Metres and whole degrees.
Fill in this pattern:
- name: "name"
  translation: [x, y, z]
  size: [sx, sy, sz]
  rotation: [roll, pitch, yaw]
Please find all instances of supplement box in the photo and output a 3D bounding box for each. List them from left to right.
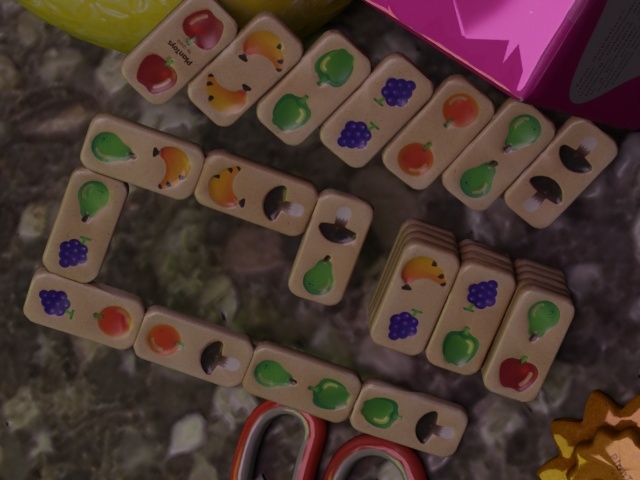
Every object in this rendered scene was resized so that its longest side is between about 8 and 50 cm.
- name: "supplement box"
  translation: [0.104, -0.127, 0.829]
  size: [0.114, 0.220, 0.111]
  rotation: [34, 101, 17]

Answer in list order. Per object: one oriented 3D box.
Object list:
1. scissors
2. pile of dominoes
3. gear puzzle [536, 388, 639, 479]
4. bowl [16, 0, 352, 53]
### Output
- name: "scissors"
  translation: [-0.011, 0.231, 0.985]
  size: [0.109, 0.021, 0.297]
  rotation: [10, 95, 18]
- name: "pile of dominoes"
  translation: [0.000, 0.000, 0.897]
  size: [0.251, 0.040, 0.196]
  rotation: [19, 112, -7]
- name: "gear puzzle"
  translation: [0.134, 0.241, 0.912]
  size: [0.175, 0.044, 0.339]
  rotation: [12, 94, 21]
- name: "bowl"
  translation: [-0.109, -0.214, 0.897]
  size: [0.289, 0.156, 0.290]
  rotation: [13, 114, 31]
